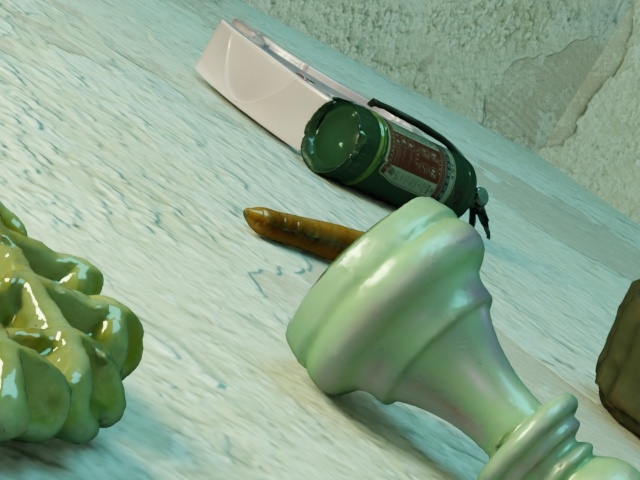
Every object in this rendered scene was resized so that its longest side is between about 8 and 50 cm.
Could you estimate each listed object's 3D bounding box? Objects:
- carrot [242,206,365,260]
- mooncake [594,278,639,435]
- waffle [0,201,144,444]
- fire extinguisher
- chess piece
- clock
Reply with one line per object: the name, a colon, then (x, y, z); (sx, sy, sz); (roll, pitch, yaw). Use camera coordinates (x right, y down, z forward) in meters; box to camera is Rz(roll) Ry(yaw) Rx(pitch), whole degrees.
carrot: (0.000, 0.000, 1.348); (0.190, 0.037, 0.037); (17, 17, -41)
mooncake: (0.365, 0.132, 1.439); (0.228, 0.124, 0.228); (22, 19, -8)
waffle: (-0.221, -0.006, 0.680); (0.309, 0.056, 0.292); (35, 10, 12)
fire extinguisher: (0.112, -0.080, 1.849); (0.093, 0.118, 0.294); (-13, -24, 42)
chess piece: (0.113, 0.111, 0.954); (0.271, 0.139, 0.139); (46, 15, 16)
clock: (-0.026, -0.180, 1.978); (0.290, 0.080, 0.275); (40, 13, 35)
